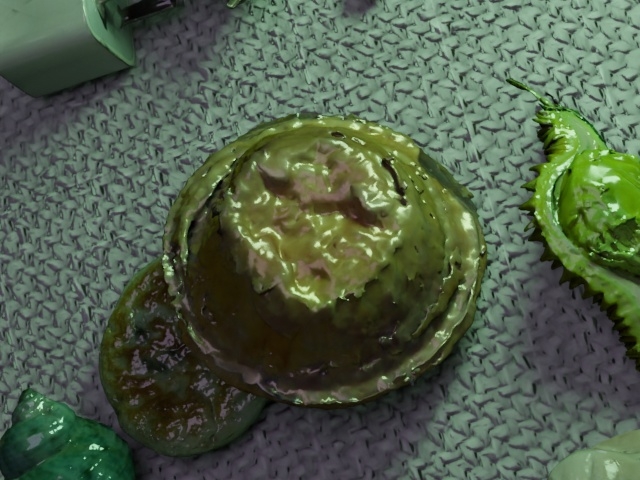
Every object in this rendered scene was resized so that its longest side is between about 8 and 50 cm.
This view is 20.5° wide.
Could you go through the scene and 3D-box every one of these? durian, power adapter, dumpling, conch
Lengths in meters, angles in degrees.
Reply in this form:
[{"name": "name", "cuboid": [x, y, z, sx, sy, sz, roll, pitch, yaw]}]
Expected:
[{"name": "durian", "cuboid": [0.273, -0.021, 1.764, 0.132, 0.106, 0.375, -24, 70, 13]}, {"name": "power adapter", "cuboid": [-0.272, -0.262, 2.046, 0.205, 0.130, 0.125, -16, 68, 16]}, {"name": "dumpling", "cuboid": [0.258, 0.263, 1.679, 0.136, 0.118, 0.199, -2, 44, 36]}, {"name": "conch", "cuboid": [-0.292, 0.264, 1.881, 0.196, 0.134, 0.202, -7, 72, 18]}]

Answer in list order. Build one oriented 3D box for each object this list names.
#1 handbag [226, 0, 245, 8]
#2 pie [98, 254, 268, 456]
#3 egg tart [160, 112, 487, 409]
[{"name": "handbag", "cuboid": [-0.092, -0.392, 2.016, 0.182, 0.117, 0.270, 26, 69, 24]}, {"name": "pie", "cuboid": [-0.137, 0.115, 1.908, 0.241, 0.054, 0.240, -8, 68, 22]}, {"name": "egg tart", "cuboid": [0.000, 0.000, 1.813, 0.352, 0.150, 0.352, -2, 63, 4]}]
